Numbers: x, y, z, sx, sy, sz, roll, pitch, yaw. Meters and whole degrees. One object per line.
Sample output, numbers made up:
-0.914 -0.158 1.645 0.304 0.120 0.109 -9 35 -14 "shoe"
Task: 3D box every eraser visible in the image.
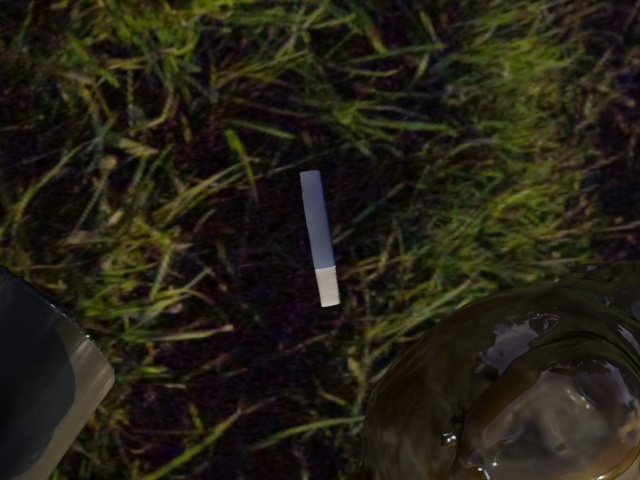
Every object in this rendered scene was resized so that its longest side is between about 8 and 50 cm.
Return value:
0.000 0.000 1.096 0.023 0.150 0.104 -10 73 -1 "eraser"

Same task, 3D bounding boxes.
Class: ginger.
0.136 0.112 0.633 0.176 0.256 0.375 67 16 12 "ginger"

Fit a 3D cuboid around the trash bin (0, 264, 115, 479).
-0.339 0.186 0.939 0.252 0.203 0.301 46 60 -23 "trash bin"
